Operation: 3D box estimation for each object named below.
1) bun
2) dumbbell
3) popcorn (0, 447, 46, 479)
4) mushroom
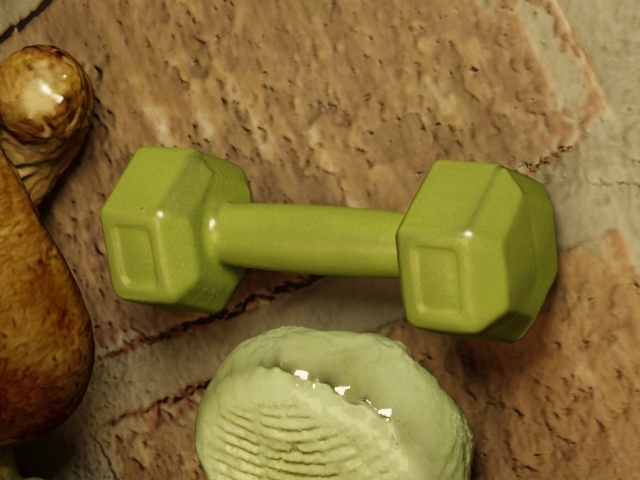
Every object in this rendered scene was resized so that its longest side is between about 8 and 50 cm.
[{"bbox_3d":[0.017,0.136,1.218,0.195,0.118,0.195,17,123,28],"label":"bun"},{"bbox_3d":[0.000,0.000,1.175,0.302,0.108,0.121,3,111,31],"label":"dumbbell"},{"bbox_3d":[-0.267,0.286,1.399,0.286,0.215,0.252,59,173,-29],"label":"popcorn"},{"bbox_3d":[-0.308,-0.004,1.306,0.345,0.239,0.345,10,103,54],"label":"mushroom"}]
